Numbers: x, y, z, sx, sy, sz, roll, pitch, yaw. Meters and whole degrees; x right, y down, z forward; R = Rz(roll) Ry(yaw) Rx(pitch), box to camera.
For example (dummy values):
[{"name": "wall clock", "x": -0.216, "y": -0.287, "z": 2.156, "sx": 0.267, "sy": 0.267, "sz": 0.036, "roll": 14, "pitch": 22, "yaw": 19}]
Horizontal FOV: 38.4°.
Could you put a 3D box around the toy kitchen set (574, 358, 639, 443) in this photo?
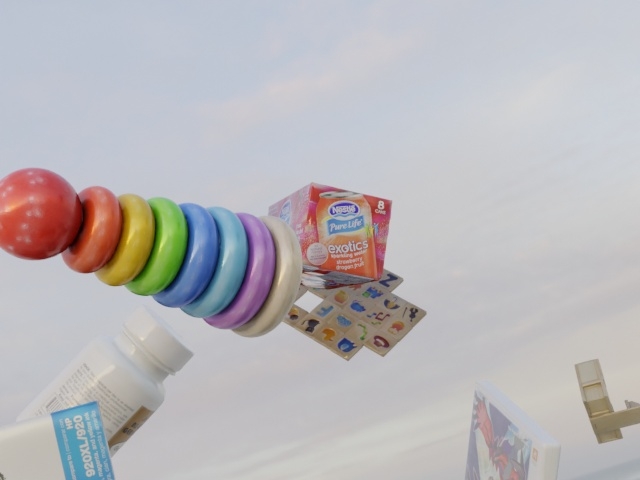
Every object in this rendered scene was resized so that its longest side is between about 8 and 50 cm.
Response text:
[{"name": "toy kitchen set", "x": 0.387, "y": 0.210, "z": 1.223, "sx": 0.068, "sy": 0.075, "sz": 0.083, "roll": -17, "pitch": -59, "yaw": 16}]

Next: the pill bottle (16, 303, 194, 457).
[{"name": "pill bottle", "x": -0.285, "y": 0.202, "z": 1.244, "sx": 0.229, "sy": 0.131, "sz": 0.131, "roll": -47, "pitch": -17, "yaw": -6}]

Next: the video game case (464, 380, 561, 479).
[{"name": "video game case", "x": 0.200, "y": 0.270, "z": 0.997, "sx": 0.023, "sy": 0.184, "sz": 0.201, "roll": 3, "pitch": 8, "yaw": -10}]

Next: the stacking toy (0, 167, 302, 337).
[{"name": "stacking toy", "x": -0.182, "y": 0.008, "z": 0.952, "sx": 0.330, "sy": 0.141, "sz": 0.141, "roll": 16, "pitch": -36, "yaw": -38}]

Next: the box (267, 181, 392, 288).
[{"name": "box", "x": 0.000, "y": 0.000, "z": 1.396, "sx": 0.128, "sy": 0.123, "sz": 0.257, "roll": 12, "pitch": -10, "yaw": -15}]

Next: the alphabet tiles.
[{"name": "alphabet tiles", "x": 0.050, "y": 0.105, "z": 1.547, "sx": 0.198, "sy": 0.237, "sz": 0.009, "roll": -40, "pitch": -39, "yaw": -31}]

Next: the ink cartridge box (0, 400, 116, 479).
[{"name": "ink cartridge box", "x": -0.341, "y": 0.296, "z": 1.012, "sx": 0.232, "sy": 0.168, "sz": 0.171, "roll": -13, "pitch": -14, "yaw": -16}]
